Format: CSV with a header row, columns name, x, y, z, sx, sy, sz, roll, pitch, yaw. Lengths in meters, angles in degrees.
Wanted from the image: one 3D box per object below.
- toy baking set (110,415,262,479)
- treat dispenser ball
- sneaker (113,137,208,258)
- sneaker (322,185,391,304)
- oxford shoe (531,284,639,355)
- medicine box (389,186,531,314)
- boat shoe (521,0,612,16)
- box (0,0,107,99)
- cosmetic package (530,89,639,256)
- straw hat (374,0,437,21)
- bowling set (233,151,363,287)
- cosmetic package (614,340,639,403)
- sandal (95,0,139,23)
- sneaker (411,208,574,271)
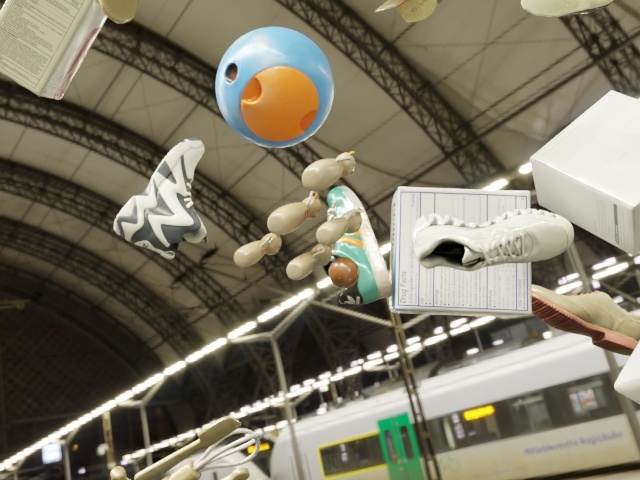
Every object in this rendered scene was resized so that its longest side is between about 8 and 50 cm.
name,x,y,z,sx,sy,sz,roll,pitch,yaw
toy baking set,-0.166,0.300,0.830,0.196,0.030,0.256,-13,-46,-14
treat dispenser ball,-0.111,-0.371,1.613,0.288,0.288,0.288,-12,-18,-4
sneaker,-0.252,-0.068,1.226,0.153,0.235,0.094,36,-29,-5
sneaker,0.051,0.005,1.451,0.121,0.302,0.108,-14,-35,-9
oxford shoe,0.712,0.189,1.804,0.348,0.130,0.123,26,-16,-3
medicine box,0.300,0.030,1.445,0.289,0.264,0.149,2,-9,3
boat shoe,0.370,-0.361,0.996,0.133,0.049,0.042,-3,7,10
box,-0.562,-0.428,1.356,0.232,0.148,0.127,-57,5,6
cosmetic package,0.550,-0.129,1.203,0.224,0.224,0.138,-38,-46,-10
straw hat,0.175,-0.432,1.207,0.144,0.061,0.144,-32,10,6
bowling set,0.000,0.000,1.197,0.287,0.200,0.154,-43,-6,30
cosmetic package,0.514,0.083,0.508,0.327,0.393,0.329,-55,-21,-5
sandal,-0.362,-0.443,1.108,0.079,0.240,0.088,-17,-27,24
sneaker,0.310,0.011,1.202,0.292,0.110,0.118,-4,21,12
